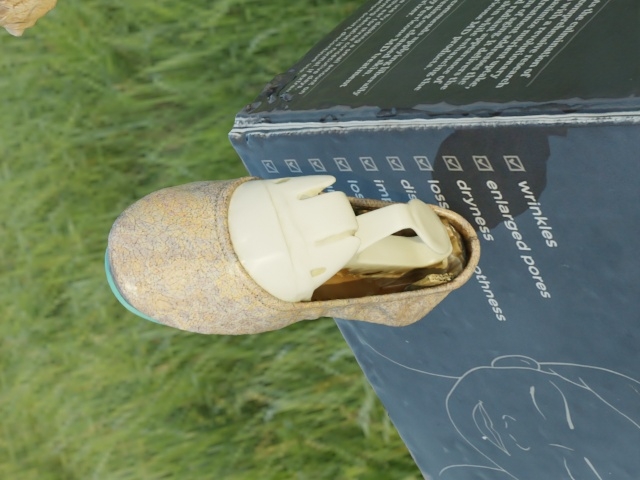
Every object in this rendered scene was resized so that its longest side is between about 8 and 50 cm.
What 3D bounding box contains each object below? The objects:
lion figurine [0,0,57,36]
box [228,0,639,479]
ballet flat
[{"bbox_3d":[-0.252,-0.365,1.019,0.240,0.142,0.392,54,143,32],"label":"lion figurine"},{"bbox_3d":[0.259,0.014,1.135,0.472,0.297,0.479,6,132,49],"label":"box"},{"bbox_3d":[0.000,0.000,0.899,0.106,0.316,0.107,-27,73,35],"label":"ballet flat"}]
